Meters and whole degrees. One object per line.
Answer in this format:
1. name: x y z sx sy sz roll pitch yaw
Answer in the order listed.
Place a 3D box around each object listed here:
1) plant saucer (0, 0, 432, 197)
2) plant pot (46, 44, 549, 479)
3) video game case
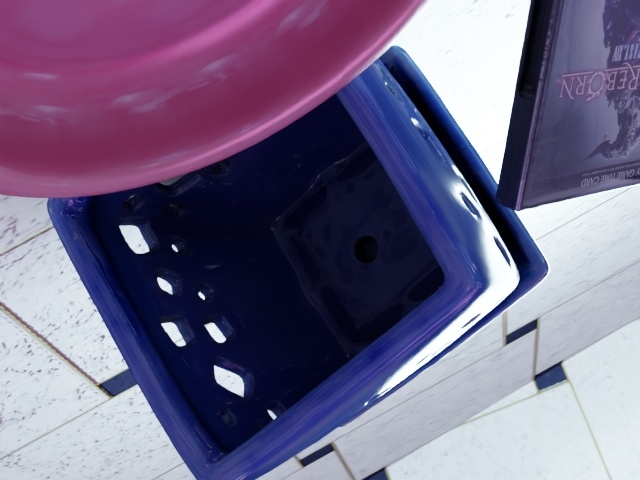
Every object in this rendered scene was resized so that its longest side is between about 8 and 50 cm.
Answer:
1. plant saucer: -0.068 -0.153 0.643 0.332 0.084 0.332 -27 156 -13
2. plant pot: 0.000 0.000 0.903 0.236 0.236 0.212 -39 163 22
3. video game case: 0.206 -0.162 0.870 0.196 0.026 0.274 -12 118 -39
